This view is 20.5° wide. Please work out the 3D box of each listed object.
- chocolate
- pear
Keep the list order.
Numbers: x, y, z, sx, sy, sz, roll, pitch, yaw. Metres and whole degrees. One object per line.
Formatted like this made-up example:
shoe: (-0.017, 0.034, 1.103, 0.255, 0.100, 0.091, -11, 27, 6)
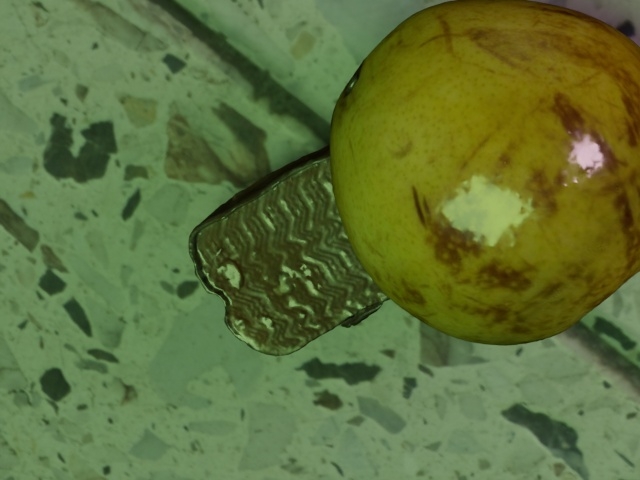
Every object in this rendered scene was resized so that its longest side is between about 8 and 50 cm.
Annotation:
chocolate: (0.000, 0.000, 1.553, 0.214, 0.093, 0.148, -27, 99, 31)
pear: (0.142, -0.057, 1.363, 0.280, 0.281, 0.281, 10, 117, 20)
